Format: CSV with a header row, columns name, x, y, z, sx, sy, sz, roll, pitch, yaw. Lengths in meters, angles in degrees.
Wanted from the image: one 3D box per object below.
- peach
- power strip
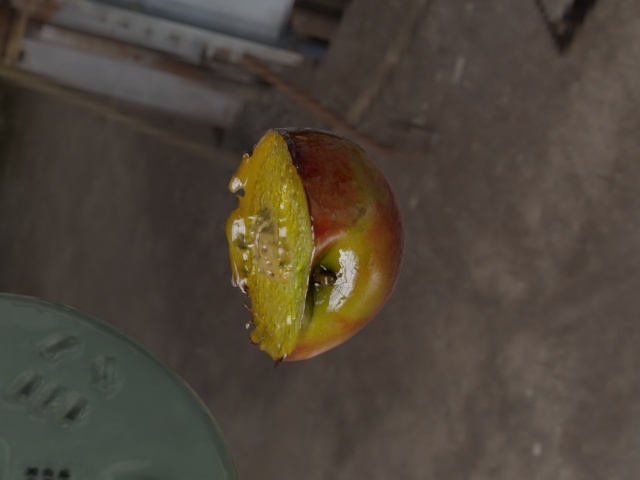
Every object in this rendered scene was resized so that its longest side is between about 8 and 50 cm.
name,x,y,z,sx,sy,sz,roll,pitch,yaw
peach,0.000,0.001,0.764,0.098,0.061,0.098,-179,90,-70
power strip,-0.228,0.199,1.126,0.161,0.357,0.357,105,164,-48
